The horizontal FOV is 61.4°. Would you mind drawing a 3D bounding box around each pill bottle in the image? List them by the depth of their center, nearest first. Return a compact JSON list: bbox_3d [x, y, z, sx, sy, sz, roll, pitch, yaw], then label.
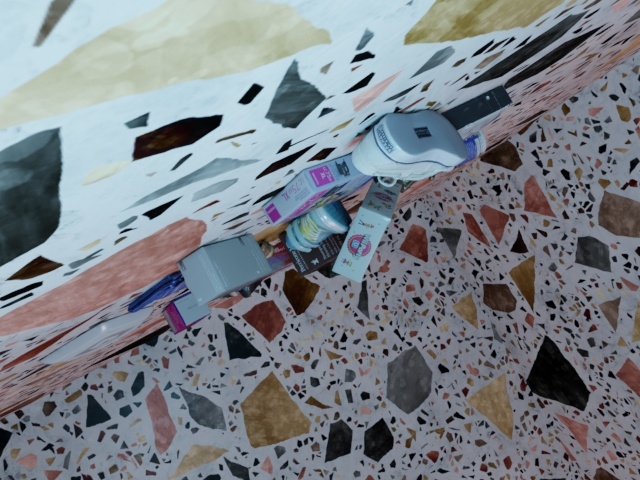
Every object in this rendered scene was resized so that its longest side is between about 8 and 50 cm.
[{"bbox_3d":[0.391,-0.271,1.620,0.186,0.112,0.112,-29,176,-11],"label":"pill bottle"}]

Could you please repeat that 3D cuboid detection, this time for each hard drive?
[{"bbox_3d":[0.307,-0.271,1.410,0.339,0.064,0.237,-29,176,-20],"label":"hard drive"}]

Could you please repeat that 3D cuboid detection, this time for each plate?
[{"bbox_3d":[-0.705,0.312,1.734,0.277,0.045,0.278,-30,175,16],"label":"plate"}]

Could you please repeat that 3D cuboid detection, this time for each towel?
[{"bbox_3d":[-0.384,0.118,1.604,0.243,0.040,0.336,-31,176,35],"label":"towel"}]

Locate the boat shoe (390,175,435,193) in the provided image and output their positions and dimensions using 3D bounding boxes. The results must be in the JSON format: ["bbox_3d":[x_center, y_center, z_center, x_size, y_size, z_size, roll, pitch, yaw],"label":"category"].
[{"bbox_3d":[0.366,-0.247,1.837,0.257,0.095,0.095,-30,176,14],"label":"boat shoe"}]

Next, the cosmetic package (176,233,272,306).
[{"bbox_3d":[-0.242,0.071,1.390,0.107,0.127,0.238,-30,178,22],"label":"cosmetic package"}]

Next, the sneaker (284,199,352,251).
[{"bbox_3d":[-0.024,-0.035,1.581,0.208,0.127,0.319,-31,175,10],"label":"sneaker"}]

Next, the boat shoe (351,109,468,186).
[{"bbox_3d":[0.184,-0.181,1.156,0.156,0.136,0.367,-32,172,36],"label":"boat shoe"}]

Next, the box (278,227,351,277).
[{"bbox_3d":[0.000,0.000,1.852,0.203,0.168,0.167,-31,176,16],"label":"box"}]

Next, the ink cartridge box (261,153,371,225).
[{"bbox_3d":[0.035,-0.135,1.239,0.311,0.065,0.186,-28,176,-40],"label":"ink cartridge box"}]

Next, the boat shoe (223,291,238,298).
[{"bbox_3d":[-0.416,0.214,2.336,0.070,0.078,0.219,-30,168,-1],"label":"boat shoe"}]

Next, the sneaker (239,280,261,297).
[{"bbox_3d":[-0.300,0.148,2.190,0.140,0.125,0.341,-47,-177,-9],"label":"sneaker"}]

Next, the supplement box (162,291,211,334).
[{"bbox_3d":[-0.525,0.280,2.099,0.111,0.114,0.220,-28,177,-31],"label":"supplement box"}]

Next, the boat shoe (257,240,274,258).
[{"bbox_3d":[-0.237,0.056,1.753,0.178,0.064,0.060,-33,141,10],"label":"boat shoe"}]

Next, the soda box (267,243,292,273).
[{"bbox_3d":[-0.215,0.092,2.041,0.263,0.092,0.083,-25,173,-42],"label":"soda box"}]

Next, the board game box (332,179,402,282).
[{"bbox_3d":[0.144,-0.045,1.622,0.303,0.097,0.224,-62,176,-63],"label":"board game box"}]
